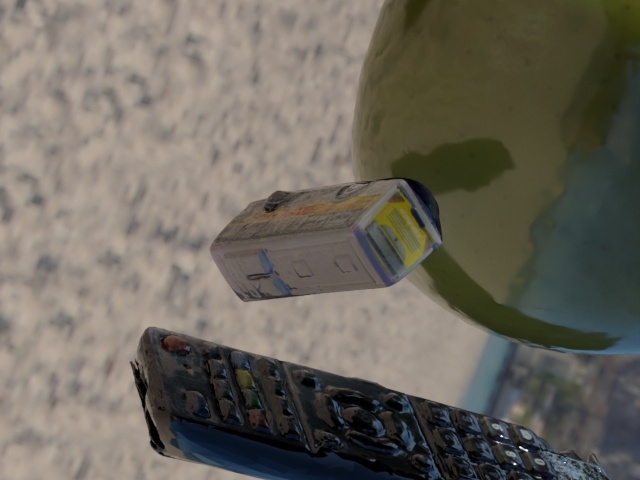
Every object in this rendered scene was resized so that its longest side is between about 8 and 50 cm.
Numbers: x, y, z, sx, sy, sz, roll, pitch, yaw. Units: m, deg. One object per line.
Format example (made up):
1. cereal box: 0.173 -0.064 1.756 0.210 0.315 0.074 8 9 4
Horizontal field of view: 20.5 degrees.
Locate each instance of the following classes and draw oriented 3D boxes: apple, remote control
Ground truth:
1. apple: 0.196 -0.088 1.233 0.357 0.357 0.357 21 90 -83
2. remote control: 0.045 0.157 1.322 0.062 0.399 0.144 -64 -157 21

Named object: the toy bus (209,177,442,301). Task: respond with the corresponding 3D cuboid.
1. toy bus: 0.000 0.000 1.102 0.072 0.057 0.172 -43 -160 -32
